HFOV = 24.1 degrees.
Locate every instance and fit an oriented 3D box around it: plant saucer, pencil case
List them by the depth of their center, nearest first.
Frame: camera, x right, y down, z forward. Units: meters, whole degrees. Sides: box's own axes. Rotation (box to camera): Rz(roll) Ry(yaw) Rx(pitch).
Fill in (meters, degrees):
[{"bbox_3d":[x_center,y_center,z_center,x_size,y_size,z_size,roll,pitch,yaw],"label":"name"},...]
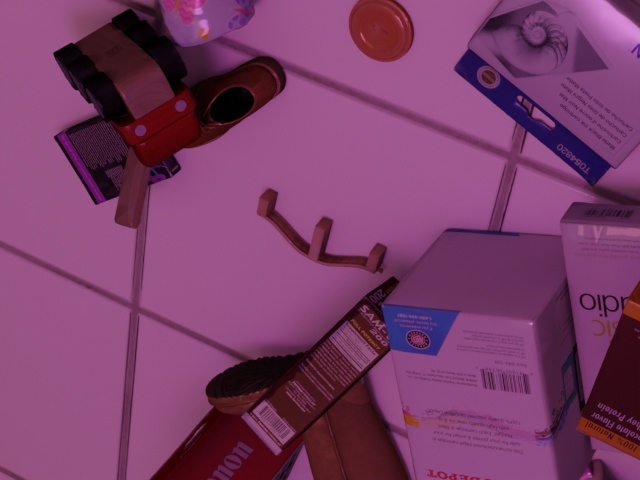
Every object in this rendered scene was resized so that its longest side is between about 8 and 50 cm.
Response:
[{"bbox_3d":[0.071,-0.250,1.776,0.083,0.013,0.083,16,127,22],"label":"plant saucer"},{"bbox_3d":[-0.172,-0.368,1.781,0.124,0.113,0.273,-3,118,36],"label":"pencil case"}]

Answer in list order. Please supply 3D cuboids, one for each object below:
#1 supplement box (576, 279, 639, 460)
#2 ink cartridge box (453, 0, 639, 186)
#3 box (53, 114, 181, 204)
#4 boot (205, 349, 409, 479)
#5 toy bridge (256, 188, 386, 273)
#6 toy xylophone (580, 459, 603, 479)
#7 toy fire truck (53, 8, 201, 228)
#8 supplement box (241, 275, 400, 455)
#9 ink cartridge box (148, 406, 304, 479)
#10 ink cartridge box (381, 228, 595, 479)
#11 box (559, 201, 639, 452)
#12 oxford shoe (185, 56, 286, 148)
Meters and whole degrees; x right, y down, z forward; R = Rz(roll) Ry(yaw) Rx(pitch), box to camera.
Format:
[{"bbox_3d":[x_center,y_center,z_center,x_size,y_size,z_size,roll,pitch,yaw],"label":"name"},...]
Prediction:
[{"bbox_3d":[0.407,0.143,1.608,0.191,0.129,0.194,26,130,17],"label":"supplement box"},{"bbox_3d":[0.278,-0.187,1.667,0.223,0.045,0.224,39,133,3],"label":"ink cartridge box"},{"bbox_3d":[-0.281,-0.121,2.072,0.162,0.029,0.116,-16,111,39],"label":"box"},{"bbox_3d":[-0.014,0.290,2.101,0.236,0.089,0.270,-12,115,11],"label":"boot"},{"bbox_3d":[0.000,0.000,1.979,0.188,0.026,0.063,27,133,14],"label":"toy bridge"},{"bbox_3d":[0.431,0.431,1.958,0.236,0.081,0.323,-27,102,27],"label":"toy xylophone"},{"bbox_3d":[-0.232,-0.137,1.910,0.217,0.158,0.246,41,161,57],"label":"toy fire truck"},{"bbox_3d":[0.019,0.159,1.910,0.073,0.130,0.239,47,111,5],"label":"supplement box"},{"bbox_3d":[-0.159,0.375,2.137,0.130,0.309,0.272,32,132,10],"label":"ink cartridge box"},{"bbox_3d":[0.221,0.153,1.827,0.198,0.197,0.270,5,121,29],"label":"ink cartridge box"},{"bbox_3d":[0.407,0.112,1.712,0.232,0.058,0.322,4,122,30],"label":"box"},{"bbox_3d":[-0.139,-0.167,1.922,0.212,0.076,0.076,-29,104,43],"label":"oxford shoe"}]
